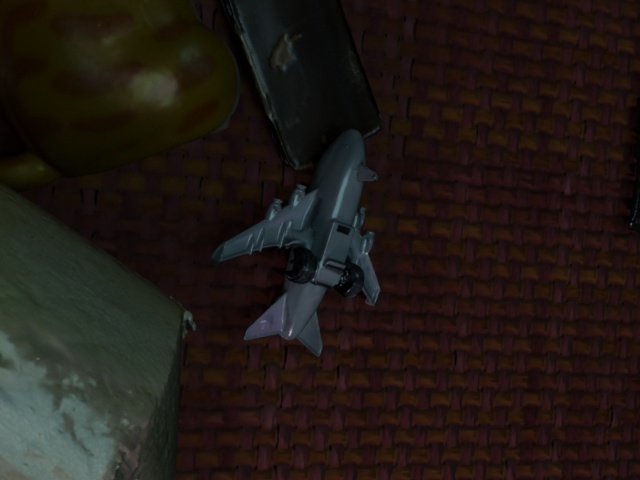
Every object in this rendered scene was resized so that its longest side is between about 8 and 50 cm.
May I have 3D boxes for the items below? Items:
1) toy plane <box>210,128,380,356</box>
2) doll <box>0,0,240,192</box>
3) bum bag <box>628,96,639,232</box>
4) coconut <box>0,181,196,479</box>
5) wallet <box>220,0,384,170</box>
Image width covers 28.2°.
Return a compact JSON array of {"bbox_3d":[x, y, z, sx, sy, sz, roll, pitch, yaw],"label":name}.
[{"bbox_3d":[0.000,0.000,0.949,0.162,0.065,0.171,17,99,-41],"label":"toy plane"},{"bbox_3d":[-0.144,-0.169,0.818,0.162,0.166,0.269,-6,94,-28],"label":"doll"},{"bbox_3d":[0.299,-0.065,1.116,0.058,0.034,0.124,2,94,-13],"label":"bum bag"},{"bbox_3d":[-0.194,0.098,0.775,0.244,0.239,0.239,37,78,-24],"label":"coconut"},{"bbox_3d":[-0.018,-0.147,0.954,0.095,0.026,0.176,-30,112,-23],"label":"wallet"}]
